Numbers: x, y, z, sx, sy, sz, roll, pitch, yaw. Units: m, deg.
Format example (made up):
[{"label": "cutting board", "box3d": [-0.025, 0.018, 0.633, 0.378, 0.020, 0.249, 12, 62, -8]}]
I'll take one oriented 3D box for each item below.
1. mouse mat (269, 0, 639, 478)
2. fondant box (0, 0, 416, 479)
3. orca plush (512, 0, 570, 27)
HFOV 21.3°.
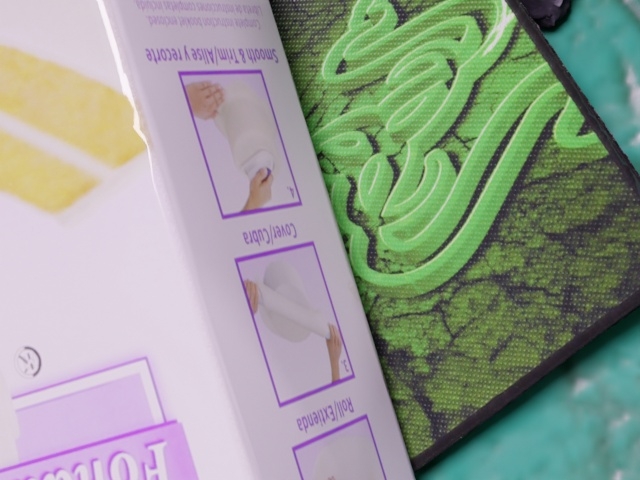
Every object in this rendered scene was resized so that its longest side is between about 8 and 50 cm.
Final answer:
[{"label": "mouse mat", "box3d": [0.000, 0.000, 0.519, 0.190, 0.007, 0.152, -41, 67, 25]}, {"label": "fondant box", "box3d": [-0.114, 0.035, 0.508, 0.238, 0.096, 0.330, -18, 89, 26]}, {"label": "orca plush", "box3d": [0.097, -0.096, 0.434, 0.151, 0.102, 0.287, -24, 74, 25]}]
